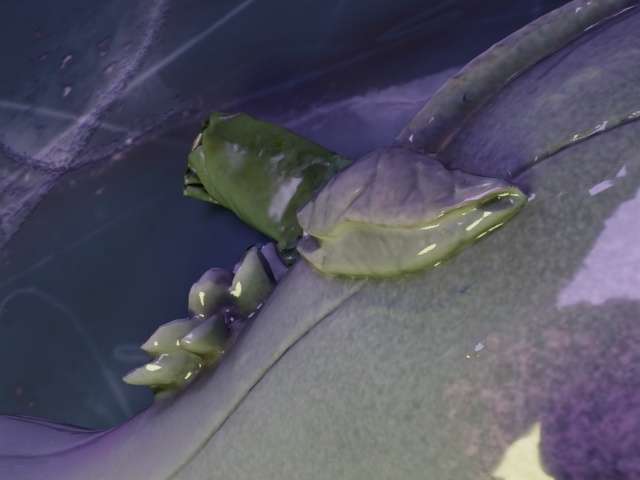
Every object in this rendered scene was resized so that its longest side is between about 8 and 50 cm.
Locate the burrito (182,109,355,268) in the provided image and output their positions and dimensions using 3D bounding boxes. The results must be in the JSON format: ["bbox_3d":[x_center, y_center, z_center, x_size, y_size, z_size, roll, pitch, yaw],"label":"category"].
[{"bbox_3d":[0.000,0.000,0.643,0.288,0.054,0.104,32,81,41],"label":"burrito"}]

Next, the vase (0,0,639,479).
[{"bbox_3d":[0.047,0.078,0.444,0.445,0.250,0.250,-28,48,18],"label":"vase"}]
